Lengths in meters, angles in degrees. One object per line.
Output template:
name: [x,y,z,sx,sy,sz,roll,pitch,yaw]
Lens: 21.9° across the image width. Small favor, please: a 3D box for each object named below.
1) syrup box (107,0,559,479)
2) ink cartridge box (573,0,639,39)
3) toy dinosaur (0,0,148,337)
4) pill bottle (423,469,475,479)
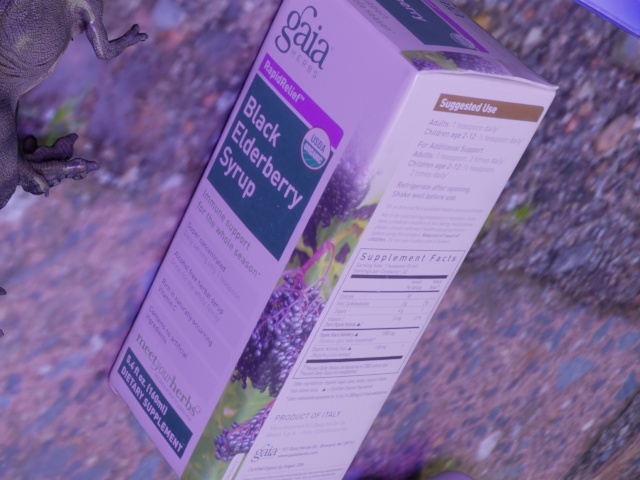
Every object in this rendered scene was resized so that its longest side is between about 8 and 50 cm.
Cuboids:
syrup box: [0.000,0.000,0.761,0.096,0.093,0.237,1,125,-43]
ink cartridge box: [0.106,-0.181,0.520,0.065,0.311,0.186,25,110,-20]
toy dinosaur: [-0.129,-0.037,0.609,0.268,0.064,0.118,-47,148,-26]
pill bottle: [0.018,0.208,0.967,0.186,0.112,0.112,-22,138,-26]
